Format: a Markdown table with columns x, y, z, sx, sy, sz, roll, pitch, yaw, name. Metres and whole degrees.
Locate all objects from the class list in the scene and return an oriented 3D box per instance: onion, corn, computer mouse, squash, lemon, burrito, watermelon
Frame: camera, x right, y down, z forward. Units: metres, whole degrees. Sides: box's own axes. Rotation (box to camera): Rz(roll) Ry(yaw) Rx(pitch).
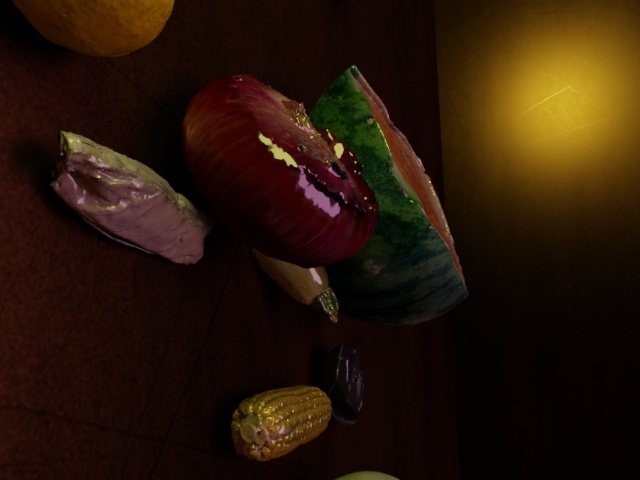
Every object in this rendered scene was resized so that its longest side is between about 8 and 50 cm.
| x | y | z | sx | sy | sz | roll | pitch | yaw | name |
| --- | --- | --- | --- | --- | --- | --- | --- | --- | --- |
| -0.042 | -0.068 | 0.605 | 0.161 | 0.248 | 0.248 | -60 | 162 | 9 | onion |
| -0.045 | 0.228 | 0.712 | 0.238 | 0.080 | 0.080 | 34 | 56 | -69 | corn |
| 0.037 | 0.248 | 0.963 | 0.192 | 0.062 | 0.105 | 74 | 22 | -47 | computer mouse |
| -0.040 | 0.033 | 0.762 | 0.200 | 0.075 | 0.090 | 59 | 7 | -12 | squash |
| -0.162 | -0.188 | 0.399 | 0.133 | 0.109 | 0.109 | -3 | 90 | -80 | lemon |
| -0.153 | -0.029 | 0.488 | 0.058 | 0.063 | 0.229 | 51 | 1 | 18 | burrito |
| 0.098 | -0.025 | 0.797 | 0.292 | 0.222 | 0.319 | 33 | 89 | -44 | watermelon |

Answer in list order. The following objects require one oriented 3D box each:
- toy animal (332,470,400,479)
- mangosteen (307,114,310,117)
| x | y | z | sx | sy | sz | roll | pitch | yaw | name |
| --- | --- | --- | --- | --- | --- | --- | --- | --- | --- |
| 0.074 | 0.491 | 0.787 | 0.251 | 0.251 | 0.309 | -16 | 94 | -70 | toy animal |
| 0.024 | -0.156 | 0.905 | 0.151 | 0.137 | 0.137 | -21 | 110 | -38 | mangosteen |
